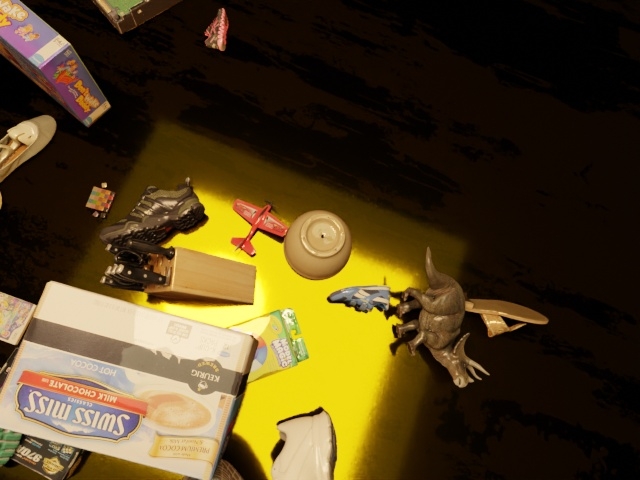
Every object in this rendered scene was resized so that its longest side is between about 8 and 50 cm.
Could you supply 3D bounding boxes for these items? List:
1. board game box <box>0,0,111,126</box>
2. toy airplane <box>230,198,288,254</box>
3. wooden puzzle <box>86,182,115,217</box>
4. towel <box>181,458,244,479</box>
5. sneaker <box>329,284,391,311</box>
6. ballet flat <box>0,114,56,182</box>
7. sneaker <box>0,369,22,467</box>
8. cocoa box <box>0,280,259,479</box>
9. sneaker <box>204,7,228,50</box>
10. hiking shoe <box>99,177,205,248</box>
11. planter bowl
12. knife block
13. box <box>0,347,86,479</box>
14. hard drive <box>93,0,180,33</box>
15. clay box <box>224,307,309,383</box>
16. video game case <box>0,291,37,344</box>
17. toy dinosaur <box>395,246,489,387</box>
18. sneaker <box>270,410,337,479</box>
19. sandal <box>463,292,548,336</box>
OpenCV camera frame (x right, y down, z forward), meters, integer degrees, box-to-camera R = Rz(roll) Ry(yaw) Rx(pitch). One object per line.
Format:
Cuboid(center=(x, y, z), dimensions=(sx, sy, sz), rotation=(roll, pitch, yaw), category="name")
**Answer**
Cuboid(center=(-0.646, -0.432, 0.962), dimensions=(0.347, 0.233, 0.078), rotation=(40, 75, 4), category="board game box")
Cuboid(center=(-0.150, -0.030, 1.025), dimensions=(0.151, 0.028, 0.151), rotation=(-1, 68, 3), category="toy airplane")
Cuboid(center=(-0.501, -0.092, 1.011), dimensions=(0.049, 0.006, 0.083), rotation=(16, 75, -3), category="wooden puzzle")
Cuboid(center=(-0.141, 0.529, 0.782), dimensions=(0.121, 0.235, 0.283), rotation=(-36, 83, -21), category="towel")
Cuboid(center=(0.092, 0.133, 1.004), dimensions=(0.144, 0.053, 0.059), rotation=(-2, 78, -6), category="sneaker")
Cuboid(center=(-0.681, -0.208, 0.986), dimensions=(0.072, 0.068, 0.213), rotation=(36, 74, 3), category="ballet flat")
Cuboid(center=(-0.596, 0.335, 0.816), dimensions=(0.098, 0.083, 0.223), rotation=(32, 83, 39), category="sneaker")
Cuboid(center=(-0.309, 0.238, 0.782), dimensions=(0.347, 0.231, 0.227), rotation=(16, 75, -2), category="cocoa box")
Cuboid(center=(-0.269, -0.544, 1.139), dimensions=(0.057, 0.047, 0.119), rotation=(2, 74, 5), category="sneaker")
Cuboid(center=(-0.380, -0.060, 0.989), dimensions=(0.227, 0.086, 0.114), rotation=(-23, 66, -18), category="hiking shoe")
Cuboid(center=(0.000, 0.000, 0.997), dimensions=(0.162, 0.109, 0.162), rotation=(2, 75, -7), category="planter bowl")
Cuboid(center=(-0.270, 0.065, 0.878), dimensions=(0.276, 0.242, 0.088), rotation=(4, 76, -6), category="knife block")
Cuboid(center=(-0.546, 0.338, 0.873), dimensions=(0.220, 0.051, 0.175), rotation=(27, 74, 0), category="box")
Cuboid(center=(-0.446, -0.710, 1.146), dimensions=(0.339, 0.064, 0.237), rotation=(-40, 83, -15), category="hard drive")
Cuboid(center=(-0.144, 0.233, 0.948), dimensions=(0.222, 0.053, 0.127), rotation=(-18, 79, -10), category="clay box")
Cuboid(center=(-0.670, 0.155, 0.925), dimensions=(0.122, 0.011, 0.087), rotation=(21, 74, -2), category="video game case")
Cuboid(center=(0.254, 0.158, 0.967), dimensions=(0.161, 0.121, 0.313), rotation=(-8, 98, -9), category="toy dinosaur")
Cuboid(center=(-0.030, 0.476, 0.840), dimensions=(0.130, 0.111, 0.297), rotation=(-7, 38, 5), category="sneaker")
Cuboid(center=(0.390, 0.182, 1.030), dimensions=(0.240, 0.088, 0.079), rotation=(14, 106, 4), category="sandal")
